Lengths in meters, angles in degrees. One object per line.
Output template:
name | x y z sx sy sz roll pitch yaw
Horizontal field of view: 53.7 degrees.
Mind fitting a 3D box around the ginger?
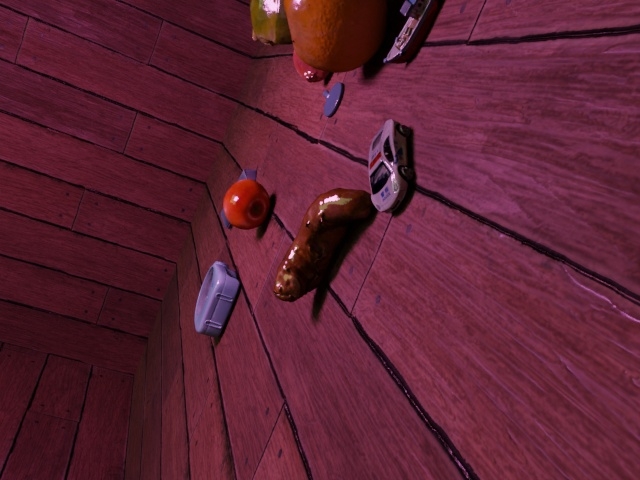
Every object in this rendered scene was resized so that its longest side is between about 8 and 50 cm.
ginger | 0.000 -0.003 1.327 0.309 0.107 0.133 -58 8 24

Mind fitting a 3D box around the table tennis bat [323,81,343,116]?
table tennis bat | 0.031 -0.398 1.771 0.100 0.019 0.155 -66 20 15

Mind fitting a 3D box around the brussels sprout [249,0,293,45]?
brussels sprout | -0.119 -0.871 2.305 0.371 0.276 0.314 -95 16 -66

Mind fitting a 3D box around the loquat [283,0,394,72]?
loquat | 0.047 -0.548 1.505 0.275 0.275 0.274 -55 24 39

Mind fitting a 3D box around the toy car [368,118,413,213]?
toy car | 0.125 -0.140 1.178 0.095 0.056 0.204 -50 26 44

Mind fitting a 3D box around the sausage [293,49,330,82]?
sausage | 0.001 -0.599 1.869 0.148 0.148 0.254 -100 33 -56

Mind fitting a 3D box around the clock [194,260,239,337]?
clock | -0.358 0.187 2.190 0.274 0.094 0.223 -117 49 -68

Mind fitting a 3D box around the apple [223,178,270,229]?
apple | -0.235 -0.114 2.036 0.139 0.163 0.163 28 98 58

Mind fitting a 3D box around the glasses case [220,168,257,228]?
glasses case | -0.331 -0.168 2.523 0.266 0.056 0.105 -54 23 41

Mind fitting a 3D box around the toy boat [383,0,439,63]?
toy boat | 0.185 -0.440 1.302 0.173 0.059 0.069 -62 20 26
